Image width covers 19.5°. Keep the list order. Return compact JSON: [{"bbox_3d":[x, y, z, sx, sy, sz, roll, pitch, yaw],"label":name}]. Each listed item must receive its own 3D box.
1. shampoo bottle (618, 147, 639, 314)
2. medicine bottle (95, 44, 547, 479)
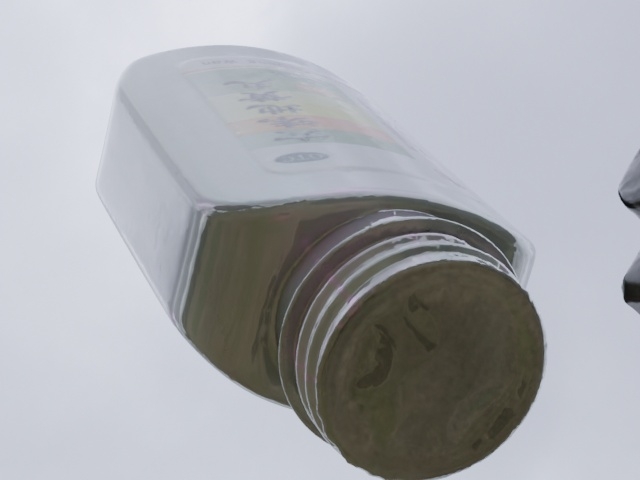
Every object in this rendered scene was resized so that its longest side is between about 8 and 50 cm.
[{"bbox_3d":[0.218,0.043,0.776,0.246,0.080,0.079,40,-109,-22],"label":"shampoo bottle"},{"bbox_3d":[0.000,0.000,0.942,0.179,0.324,0.124,8,-70,-21],"label":"medicine bottle"}]
